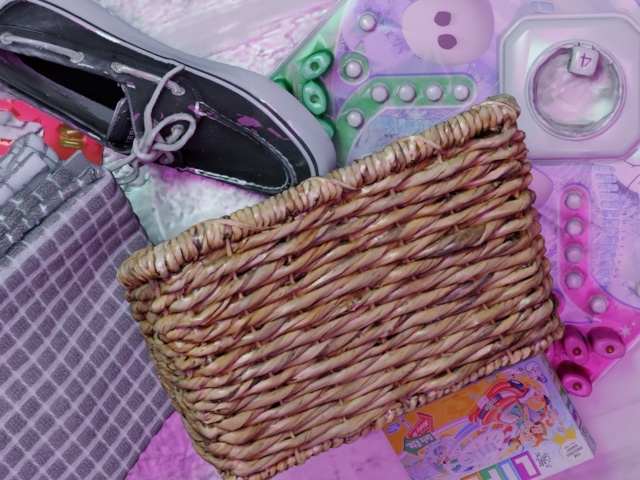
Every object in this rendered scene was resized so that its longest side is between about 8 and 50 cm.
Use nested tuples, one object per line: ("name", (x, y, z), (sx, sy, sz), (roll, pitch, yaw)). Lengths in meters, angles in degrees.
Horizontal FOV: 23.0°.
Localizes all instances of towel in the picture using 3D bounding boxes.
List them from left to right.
("towel", (-0.222, 0.091, 1.229), (0.284, 0.121, 0.235), (-49, 125, -23))

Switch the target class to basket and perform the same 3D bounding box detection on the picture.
("basket", (0.000, 0.000, 1.175), (0.299, 0.213, 0.223), (-25, 123, -10))

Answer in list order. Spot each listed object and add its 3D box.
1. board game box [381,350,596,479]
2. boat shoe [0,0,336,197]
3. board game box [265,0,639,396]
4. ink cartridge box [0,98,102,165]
("board game box", (0.142, 0.166, 1.342), (0.154, 0.026, 0.103), (-27, 101, 21))
("boat shoe", (-0.138, -0.104, 1.277), (0.306, 0.105, 0.113), (31, 135, -2))
("board game box", (0.212, -0.125, 1.309), (0.390, 0.050, 0.390), (43, 99, -5))
("ink cartridge box", (-0.281, -0.008, 1.339), (0.181, 0.056, 0.225), (6, 99, 0))
